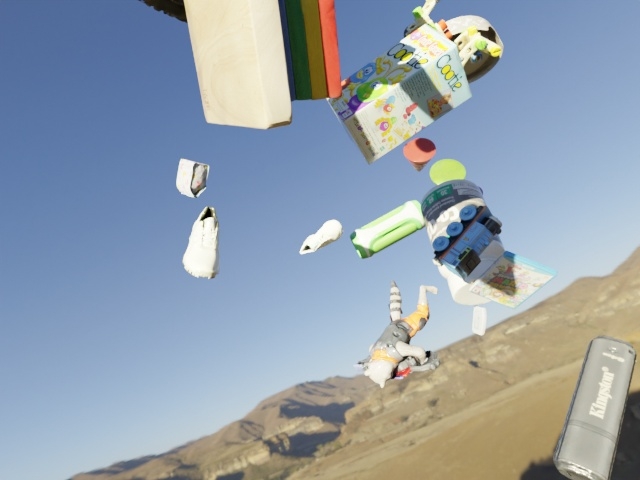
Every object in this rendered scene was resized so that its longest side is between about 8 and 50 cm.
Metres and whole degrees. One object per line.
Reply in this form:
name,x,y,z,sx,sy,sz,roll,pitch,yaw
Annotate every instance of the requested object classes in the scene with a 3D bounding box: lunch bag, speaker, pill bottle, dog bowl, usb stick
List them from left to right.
lunch bag,-0.307,-0.147,1.109,0.053,0.083,0.071,8,8,-45
speaker,0.268,-0.043,1.823,0.296,0.131,0.131,-28,-20,0
dog bowl,0.593,-0.808,1.990,0.348,0.102,0.349,-7,-21,-3
pill bottle,0.449,0.003,1.440,0.204,0.361,0.204,-5,-37,-4
usb stick,0.459,0.271,0.767,0.077,0.045,0.278,9,44,39

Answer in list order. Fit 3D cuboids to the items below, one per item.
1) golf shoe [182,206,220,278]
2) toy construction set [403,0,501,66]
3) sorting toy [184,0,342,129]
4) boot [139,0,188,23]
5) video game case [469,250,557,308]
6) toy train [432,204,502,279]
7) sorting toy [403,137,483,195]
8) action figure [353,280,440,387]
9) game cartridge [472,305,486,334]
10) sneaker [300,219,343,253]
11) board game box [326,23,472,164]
golf shoe,-0.223,-0.001,0.888,0.069,0.176,0.086,7,-59,-21
toy construction set,0.379,-0.634,1.403,0.215,0.151,0.328,-36,-65,19
sorting toy,-0.068,-0.249,0.456,0.089,0.256,0.257,-14,20,-21
boot,-0.174,-0.450,0.639,0.260,0.131,0.348,-56,-23,19
video game case,0.429,0.093,1.045,0.119,0.015,0.166,22,-37,1
toy train,0.347,-0.001,1.091,0.184,0.105,0.080,-48,-48,-1
sorting toy,0.455,-0.233,1.736,0.127,0.365,0.126,-36,-30,-11
action figure,0.207,0.304,1.444,0.341,0.178,0.330,-25,25,42
game cartridge,0.483,0.243,1.407,0.017,0.083,0.056,4,1,-9
sneaker,0.000,0.000,1.747,0.212,0.080,0.094,-36,5,45
board game box,0.173,-0.330,1.053,0.275,0.142,0.144,-32,-45,8
